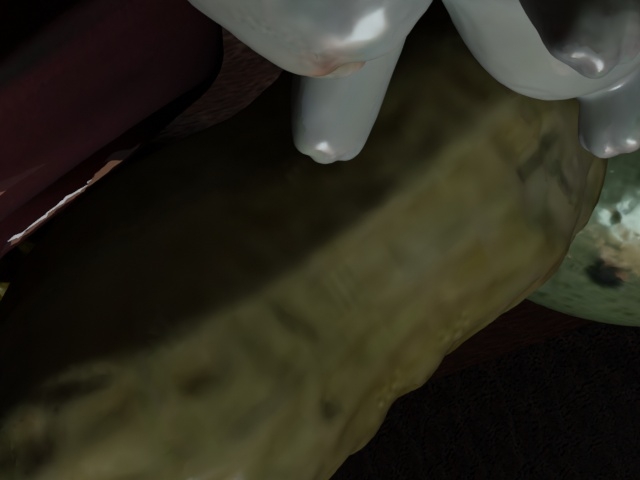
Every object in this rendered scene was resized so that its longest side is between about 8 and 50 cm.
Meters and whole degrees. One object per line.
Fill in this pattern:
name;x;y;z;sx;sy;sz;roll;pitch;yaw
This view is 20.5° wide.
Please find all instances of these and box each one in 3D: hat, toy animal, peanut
hat;-0.124;-0.039;0.580;0.205;0.089;0.205;-39;-178;2
toy animal;0.014;-0.089;0.472;0.283;0.138;0.140;-9;170;-35
peanut;0.000;0.000;0.598;0.290;0.130;0.130;-39;178;-24

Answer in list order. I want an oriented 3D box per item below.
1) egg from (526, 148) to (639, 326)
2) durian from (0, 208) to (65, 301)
egg;0.126;-0.051;0.764;0.228;0.177;0.177;3;163;-17
durian;-0.139;0.037;0.898;0.250;0.183;0.138;-22;133;38
